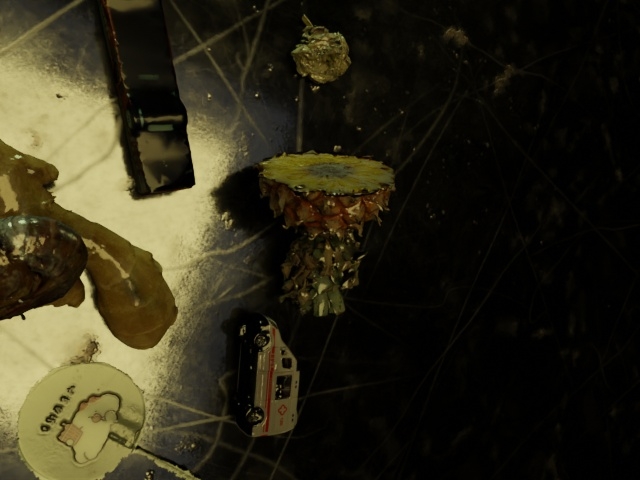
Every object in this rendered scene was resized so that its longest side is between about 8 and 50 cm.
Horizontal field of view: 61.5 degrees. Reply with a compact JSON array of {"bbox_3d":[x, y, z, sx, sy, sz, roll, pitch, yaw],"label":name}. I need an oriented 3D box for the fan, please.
[{"bbox_3d":[-0.320,0.325,0.866,0.329,0.009,0.191,36,73,-20],"label":"fan"}]

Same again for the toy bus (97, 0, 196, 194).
[{"bbox_3d":[-0.280,-0.277,0.844,0.093,0.092,0.409,-12,95,-29],"label":"toy bus"}]

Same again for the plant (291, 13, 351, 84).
[{"bbox_3d":[-0.004,-0.363,1.014,0.116,0.104,0.122,28,37,-60],"label":"plant"}]

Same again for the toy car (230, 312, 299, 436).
[{"bbox_3d":[-0.091,0.232,0.944,0.108,0.089,0.210,4,90,-28],"label":"toy car"}]

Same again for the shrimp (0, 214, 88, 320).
[{"bbox_3d":[-0.446,0.076,0.644,0.342,0.145,0.117,-27,65,-8],"label":"shrimp"}]

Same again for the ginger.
[{"bbox_3d":[-0.390,0.008,0.772,0.362,0.122,0.349,0,99,-18],"label":"ginger"}]

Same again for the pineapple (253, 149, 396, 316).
[{"bbox_3d":[0.000,0.000,0.950,0.262,0.262,0.272,-9,117,-27],"label":"pineapple"}]
